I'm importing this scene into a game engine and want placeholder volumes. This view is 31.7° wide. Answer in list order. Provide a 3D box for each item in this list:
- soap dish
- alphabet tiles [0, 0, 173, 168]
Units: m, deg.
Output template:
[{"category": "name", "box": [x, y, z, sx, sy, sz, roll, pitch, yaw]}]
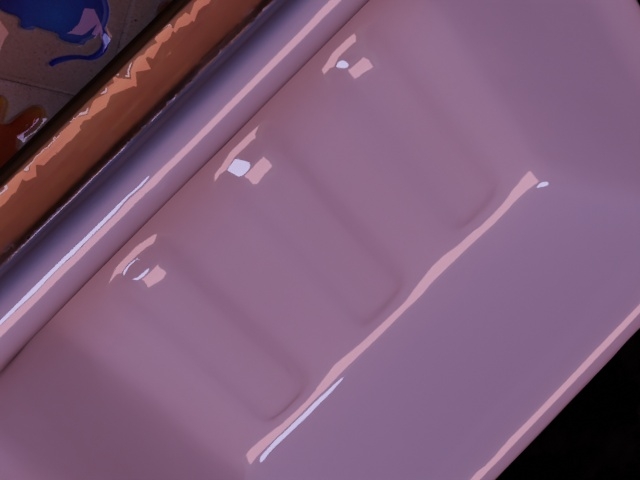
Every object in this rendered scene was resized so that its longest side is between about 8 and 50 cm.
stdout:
[{"category": "soap dish", "box": [0.000, 0.000, 0.434, 0.291, 0.118, 0.229, -45, 124, -3]}, {"category": "alphabet tiles", "box": [-0.014, -0.043, 0.486, 0.285, 0.011, 0.342, 9, 106, -30]}]
